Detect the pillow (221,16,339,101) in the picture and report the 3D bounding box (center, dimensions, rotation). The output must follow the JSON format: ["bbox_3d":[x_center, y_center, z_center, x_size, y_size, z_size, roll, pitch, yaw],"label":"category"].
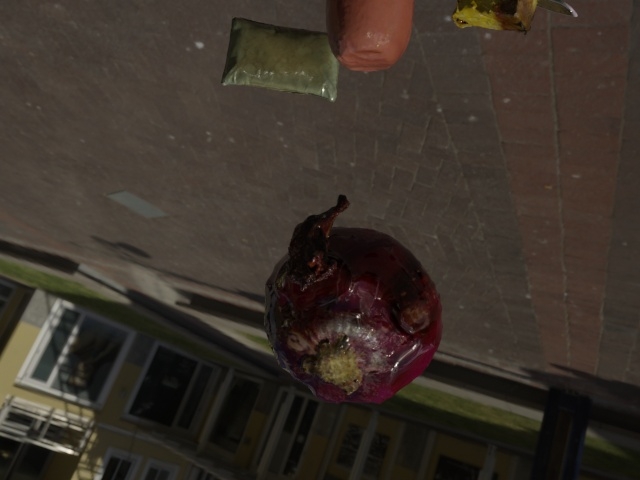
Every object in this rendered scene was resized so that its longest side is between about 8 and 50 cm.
[{"bbox_3d":[-0.088,-0.458,1.447,0.302,0.185,0.075,8,172,-2],"label":"pillow"}]

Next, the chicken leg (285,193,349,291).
[{"bbox_3d":[-0.007,0.001,0.990,0.089,0.219,0.048,8,137,7],"label":"chicken leg"}]

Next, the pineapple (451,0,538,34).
[{"bbox_3d":[0.247,-0.324,0.771,0.137,0.116,0.069,-32,151,28],"label":"pineapple"}]

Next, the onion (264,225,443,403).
[{"bbox_3d":[0.091,0.140,1.322,0.398,0.398,0.420,16,-161,15],"label":"onion"}]

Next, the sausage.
[{"bbox_3d":[0.035,-0.196,0.389,0.062,0.154,0.062,2,179,0],"label":"sausage"}]

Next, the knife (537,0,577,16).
[{"bbox_3d":[0.558,-0.629,1.479,0.256,0.022,0.046,44,176,37],"label":"knife"}]
